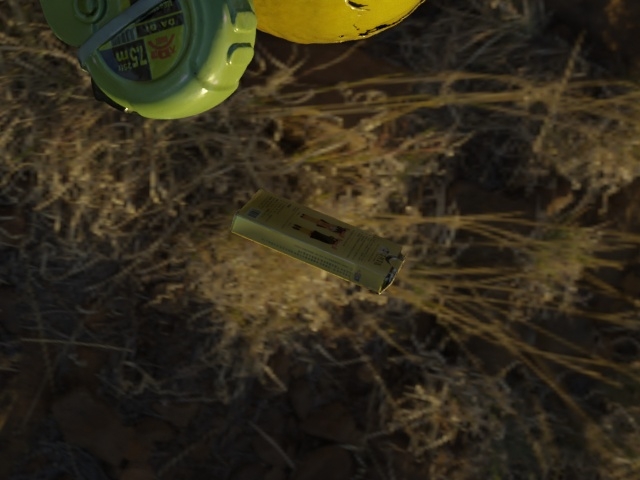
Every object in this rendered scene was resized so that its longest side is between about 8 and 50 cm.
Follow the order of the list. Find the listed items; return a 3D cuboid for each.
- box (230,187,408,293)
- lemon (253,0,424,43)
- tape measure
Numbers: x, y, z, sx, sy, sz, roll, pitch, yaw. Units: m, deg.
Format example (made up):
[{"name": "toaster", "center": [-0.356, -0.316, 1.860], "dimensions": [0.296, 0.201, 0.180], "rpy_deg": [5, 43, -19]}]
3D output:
[{"name": "box", "center": [0.000, 0.000, 1.068], "dimensions": [0.073, 0.149, 0.020], "rpy_deg": [-51, 162, -64]}, {"name": "lemon", "center": [0.006, -0.335, 1.167], "dimensions": [0.297, 0.297, 0.297], "rpy_deg": [-2, 94, -33]}, {"name": "tape measure", "center": [-0.125, -0.173, 0.974], "dimensions": [0.087, 0.177, 0.154], "rpy_deg": [-15, 87, -61]}]
